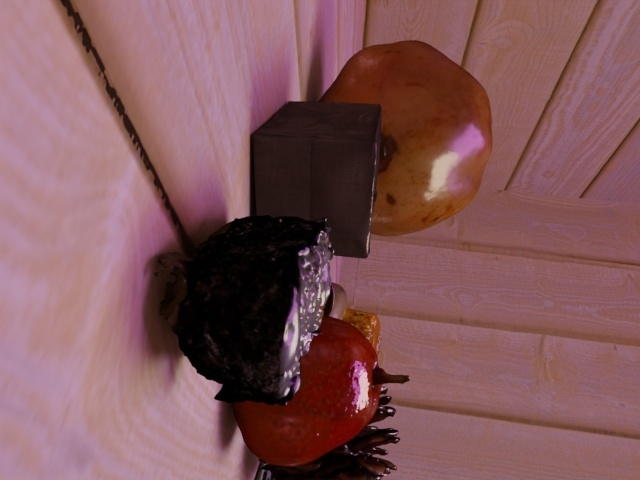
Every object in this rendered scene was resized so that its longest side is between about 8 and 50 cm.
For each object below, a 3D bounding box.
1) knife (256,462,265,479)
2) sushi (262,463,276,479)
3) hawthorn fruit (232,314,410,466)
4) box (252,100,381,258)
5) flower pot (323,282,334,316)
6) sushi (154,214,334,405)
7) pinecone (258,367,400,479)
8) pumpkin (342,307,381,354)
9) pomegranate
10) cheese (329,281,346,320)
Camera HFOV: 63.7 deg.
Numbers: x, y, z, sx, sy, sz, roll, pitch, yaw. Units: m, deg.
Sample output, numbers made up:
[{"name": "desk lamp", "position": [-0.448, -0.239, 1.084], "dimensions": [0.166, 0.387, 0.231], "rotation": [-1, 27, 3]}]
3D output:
[{"name": "knife", "position": [-0.111, 0.430, 0.887], "dimensions": [0.207, 0.014, 0.030], "rotation": [-73, 169, -69]}, {"name": "sushi", "position": [-0.085, 0.585, 1.093], "dimensions": [0.343, 0.064, 0.358], "rotation": [84, 13, -68]}, {"name": "hawthorn fruit", "position": [0.003, 0.185, 0.674], "dimensions": [0.196, 0.226, 0.196], "rotation": [-6, 90, -83]}, {"name": "box", "position": [0.003, -0.097, 0.712], "dimensions": [0.231, 0.156, 0.148], "rotation": [-70, 163, -64]}, {"name": "flower pot", "position": [-0.037, 0.086, 0.862], "dimensions": [0.089, 0.112, 0.111], "rotation": [-142, -123, -78]}, {"name": "sushi", "position": [-0.056, 0.053, 0.454], "dimensions": [0.212, 0.115, 0.147], "rotation": [-66, 158, -69]}, {"name": "pinecone", "position": [0.015, 0.282, 0.865], "dimensions": [0.246, 0.247, 0.291], "rotation": [79, 13, -73]}, {"name": "pumpkin", "position": [0.062, 0.335, 1.595], "dimensions": [0.303, 0.226, 0.256], "rotation": [-70, 162, -45]}, {"name": "pomegranate", "position": [0.170, -0.207, 1.115], "dimensions": [0.411, 0.412, 0.410], "rotation": [7, 90, -85]}, {"name": "cheese", "position": [-0.014, 0.181, 1.064], "dimensions": [0.235, 0.117, 0.217], "rotation": [-53, 151, -73]}]
